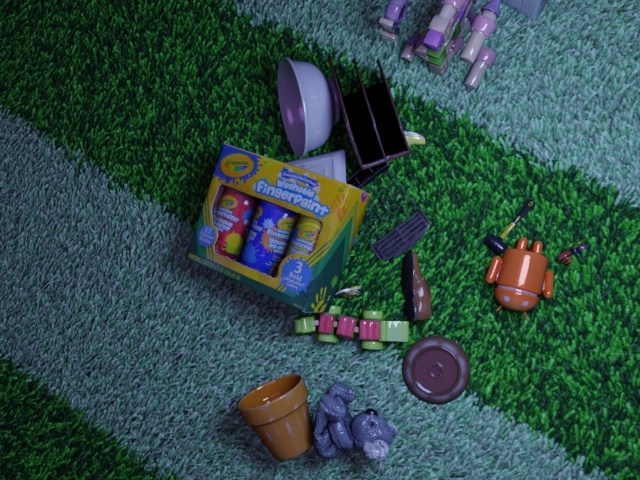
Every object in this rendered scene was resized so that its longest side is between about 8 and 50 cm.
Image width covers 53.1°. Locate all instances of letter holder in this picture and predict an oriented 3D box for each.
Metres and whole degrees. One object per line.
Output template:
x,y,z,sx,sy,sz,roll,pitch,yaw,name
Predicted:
0.134,-0.398,1.843,0.152,0.214,0.301,-18,55,9,letter holder

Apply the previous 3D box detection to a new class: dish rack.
0.184,-0.087,1.914,0.208,0.074,0.271,-38,79,11,dish rack

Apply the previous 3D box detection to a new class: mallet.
0.551,-0.050,1.866,0.062,0.039,0.189,33,86,15,mallet

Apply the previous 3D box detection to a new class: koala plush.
0.105,0.540,1.815,0.221,0.196,0.203,13,97,12,koala plush

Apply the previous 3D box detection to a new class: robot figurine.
0.564,0.104,1.795,0.158,0.128,0.219,18,86,-30,robot figurine

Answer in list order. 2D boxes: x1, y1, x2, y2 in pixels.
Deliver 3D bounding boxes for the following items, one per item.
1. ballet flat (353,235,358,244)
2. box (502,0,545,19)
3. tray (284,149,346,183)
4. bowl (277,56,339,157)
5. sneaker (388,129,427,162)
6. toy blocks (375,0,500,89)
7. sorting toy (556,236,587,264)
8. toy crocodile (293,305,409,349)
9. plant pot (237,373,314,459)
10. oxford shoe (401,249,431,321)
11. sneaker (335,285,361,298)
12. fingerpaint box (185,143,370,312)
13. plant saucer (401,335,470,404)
0.000,0.000,1.949,0.232,0.080,0.073,-16,47,8,ballet flat
0.632,-0.775,1.857,0.119,0.181,0.182,36,92,14,box
-0.050,-0.190,1.959,0.270,0.030,0.145,-9,72,26,tray
-0.027,-0.405,1.919,0.134,0.298,0.297,-12,80,-13,bowl
0.220,-0.281,1.941,0.209,0.081,0.094,-3,88,18,sneaker
0.372,-0.640,1.845,0.309,0.288,0.260,27,93,16,toy blocks
0.719,0.035,1.807,0.102,0.061,0.042,-42,77,27,sorting toy
0.090,0.255,1.883,0.341,0.105,0.115,6,85,11,toy crocodile
-0.110,0.520,1.858,0.205,0.205,0.188,-22,96,8,plant pot
0.287,0.132,1.888,0.076,0.076,0.212,-1,79,-19,oxford shoe
0.084,0.162,1.933,0.083,0.031,0.035,-18,81,9,sneaker
-0.133,-0.040,1.868,0.445,0.163,0.371,22,94,27,fingerpaint box
0.334,0.376,1.856,0.199,0.036,0.198,-1,84,11,plant saucer
